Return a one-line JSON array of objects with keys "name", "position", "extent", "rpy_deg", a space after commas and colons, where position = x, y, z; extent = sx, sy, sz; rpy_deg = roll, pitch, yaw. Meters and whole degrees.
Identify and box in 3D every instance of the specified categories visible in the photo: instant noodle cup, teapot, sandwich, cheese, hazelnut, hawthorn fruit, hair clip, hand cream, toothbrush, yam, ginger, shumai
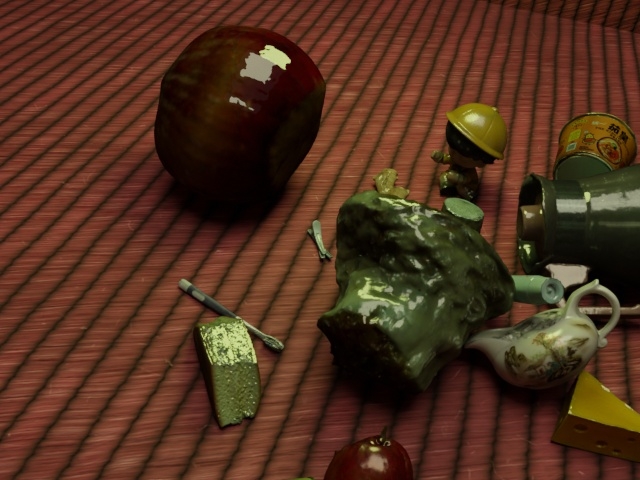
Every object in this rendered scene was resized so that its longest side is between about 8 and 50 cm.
[{"name": "instant noodle cup", "position": [0.745, -0.219, 1.879], "extent": [0.216, 0.216, 0.172], "rpy_deg": [23, 51, 17]}, {"name": "teapot", "position": [0.438, 0.192, 1.318], "extent": [0.298, 0.139, 0.204], "rpy_deg": [-28, 1, 14]}, {"name": "sandwich", "position": [-0.179, 0.219, 1.280], "extent": [0.094, 0.096, 0.258], "rpy_deg": [-6, 43, -24]}, {"name": "cheese", "position": [0.531, 0.340, 1.244], "extent": [0.171, 0.093, 0.126], "rpy_deg": [24, 40, 19]}, {"name": "hazelnut", "position": [-0.187, -0.298, 1.662], "extent": [0.402, 0.429, 0.402], "rpy_deg": [21, 5, -2]}, {"name": "hawthorn fruit", "position": [0.079, 0.375, 1.075], "extent": [0.148, 0.172, 0.148], "rpy_deg": [13, 6, -1]}, {"name": "teapot", "position": [0.642, -0.001, 1.562], "extent": [0.362, 0.305, 0.376], "rpy_deg": [1, 68, 6]}, {"name": "hair clip", "position": [-0.001, 0.000, 1.613], "extent": [0.030, 0.039, 0.115], "rpy_deg": [-11, 45, -14]}, {"name": "hand cream", "position": [0.384, 0.102, 1.412], "extent": [0.085, 0.058, 0.331], "rpy_deg": [-9, -1, -16]}, {"name": "toothbrush", "position": [-0.192, 0.152, 1.407], "extent": [0.288, 0.026, 0.024], "rpy_deg": [29, 86, 25]}, {"name": "yam", "position": [0.308, -0.009, 1.551], "extent": [0.107, 0.194, 0.107], "rpy_deg": [3, 42, -3]}, {"name": "ginger", "position": [0.197, -0.099, 1.745], "extent": [0.089, 0.075, 0.288], "rpy_deg": [2, 36, -15]}, {"name": "shumai", "position": [0.154, 0.124, 1.304], "extent": [0.324, 0.397, 0.323], "rpy_deg": [-10, 45, 53]}]

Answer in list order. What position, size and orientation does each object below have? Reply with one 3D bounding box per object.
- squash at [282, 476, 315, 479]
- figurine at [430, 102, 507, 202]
[{"name": "squash", "position": [-0.121, 0.431, 1.000], "extent": [0.247, 0.132, 0.132], "rpy_deg": [-4, 41, -15]}, {"name": "figurine", "position": [0.393, -0.240, 1.794], "extent": [0.167, 0.257, 0.192], "rpy_deg": [-27, 57, -32]}]
